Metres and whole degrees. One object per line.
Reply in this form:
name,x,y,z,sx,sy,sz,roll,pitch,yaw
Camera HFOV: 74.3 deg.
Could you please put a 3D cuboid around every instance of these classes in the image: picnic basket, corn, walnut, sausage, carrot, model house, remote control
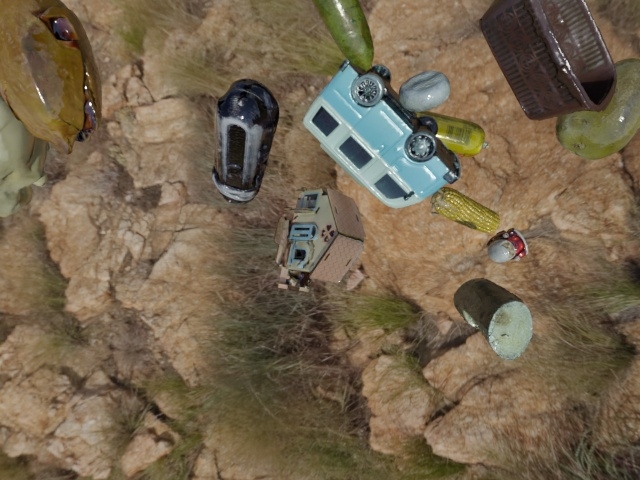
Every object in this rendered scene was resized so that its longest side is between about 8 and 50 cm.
picnic basket,0.430,-0.366,0.810,0.129,0.222,0.297,-19,111,52
corn,0.497,-0.094,1.430,0.293,0.106,0.106,21,92,-23
walnut,-0.395,-0.248,0.609,0.137,0.137,0.246,2,105,19
sausage,0.383,-0.352,1.386,0.346,0.123,0.123,14,89,1
carrot,-0.016,-0.378,0.523,0.074,0.074,0.359,-26,119,15
model house,0.000,0.000,1.263,0.244,0.169,0.326,5,78,45
remote control,-0.127,-0.126,0.647,0.090,0.266,0.066,29,58,-1

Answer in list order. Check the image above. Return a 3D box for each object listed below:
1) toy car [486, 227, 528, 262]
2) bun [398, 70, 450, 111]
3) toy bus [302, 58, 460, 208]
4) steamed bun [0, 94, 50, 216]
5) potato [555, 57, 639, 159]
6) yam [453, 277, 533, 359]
toy car,0.642,0.032,1.496,0.112,0.139,0.112,-31,94,-29
bun,0.156,-0.219,0.631,0.083,0.045,0.083,-18,38,15
toy bus,0.108,-0.181,0.760,0.271,0.133,0.164,43,121,-10
steamed bun,-0.608,-0.167,0.741,0.275,0.203,0.289,28,110,4
potato,0.700,-0.322,1.029,0.174,0.159,0.251,37,119,13
yam,0.469,0.195,1.155,0.153,0.254,0.154,-1,107,-3
